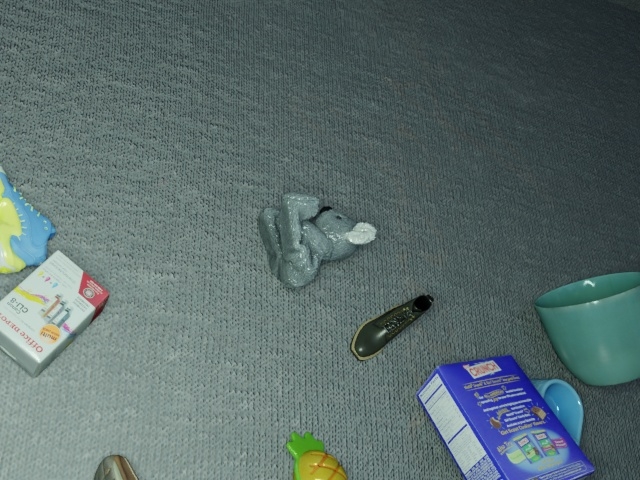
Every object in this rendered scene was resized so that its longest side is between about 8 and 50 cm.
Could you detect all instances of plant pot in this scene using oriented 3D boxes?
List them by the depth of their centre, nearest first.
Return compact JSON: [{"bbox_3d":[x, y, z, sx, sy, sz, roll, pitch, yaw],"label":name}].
[{"bbox_3d":[0.738,0.238,1.703,0.293,0.293,0.235,-19,92,-33],"label":"plant pot"}]

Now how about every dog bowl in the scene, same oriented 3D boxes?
[{"bbox_3d":[0.568,0.476,1.617,0.165,0.074,0.297,32,56,-10],"label":"dog bowl"}]

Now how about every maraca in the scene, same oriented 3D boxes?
[{"bbox_3d":[-0.007,0.469,1.308,0.127,0.099,0.186,20,33,-48],"label":"maraca"}]

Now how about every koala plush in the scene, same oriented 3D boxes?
[{"bbox_3d":[0.000,0.000,1.488,0.221,0.196,0.204,-7,82,-30],"label":"koala plush"}]

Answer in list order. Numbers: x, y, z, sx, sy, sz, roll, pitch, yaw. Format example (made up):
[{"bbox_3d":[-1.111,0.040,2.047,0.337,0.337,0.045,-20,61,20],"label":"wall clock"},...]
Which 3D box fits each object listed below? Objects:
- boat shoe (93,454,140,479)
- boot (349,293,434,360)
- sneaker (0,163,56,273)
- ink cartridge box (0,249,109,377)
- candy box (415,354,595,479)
[{"bbox_3d":[-0.297,0.518,1.110,0.116,0.123,0.324,5,45,-48],"label":"boat shoe"},{"bbox_3d":[0.164,0.192,1.501,0.077,0.137,0.198,50,55,2],"label":"boot"},{"bbox_3d":[-0.592,-0.045,1.265,0.126,0.091,0.240,4,64,-46],"label":"sneaker"},{"bbox_3d":[-0.501,0.136,1.186,0.128,0.127,0.176,41,56,-5],"label":"ink cartridge box"},{"bbox_3d":[0.403,0.422,1.445,0.268,0.122,0.317,0,46,-36],"label":"candy box"}]
